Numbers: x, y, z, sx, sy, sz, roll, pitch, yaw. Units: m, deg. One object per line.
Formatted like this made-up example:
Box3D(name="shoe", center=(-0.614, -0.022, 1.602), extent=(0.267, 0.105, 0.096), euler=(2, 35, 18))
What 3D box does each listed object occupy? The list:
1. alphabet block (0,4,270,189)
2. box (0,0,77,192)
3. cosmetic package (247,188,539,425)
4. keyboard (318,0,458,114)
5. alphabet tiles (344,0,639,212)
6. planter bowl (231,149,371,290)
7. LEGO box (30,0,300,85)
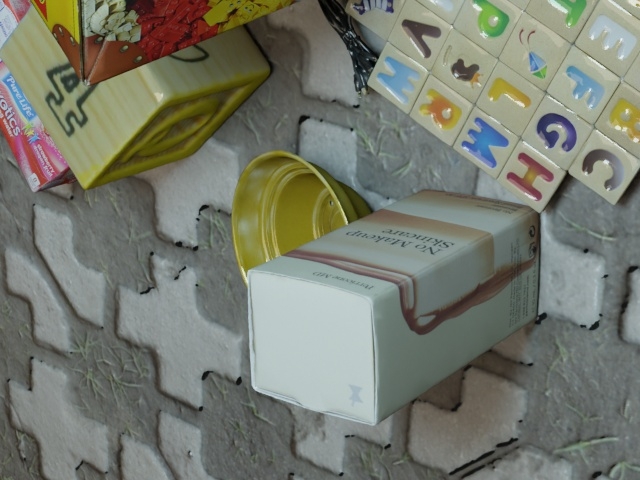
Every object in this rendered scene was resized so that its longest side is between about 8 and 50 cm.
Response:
Box3D(name="alphabet block", center=(-0.212, -0.203, 1.503), extent=(0.193, 0.192, 0.197), euler=(-41, 80, 42))
Box3D(name="box", center=(-0.339, -0.207, 1.645), extent=(0.128, 0.122, 0.257), euler=(-29, 87, 42))
Box3D(name="cosmetic package", center=(0.079, 0.054, 1.287), extent=(0.153, 0.296, 0.129), euler=(12, 114, 35))
Box3D(name="keyboard", center=(0.070, -0.273, 1.356), extent=(0.201, 0.033, 0.317), euler=(-34, 83, 36))
Box3D(name="alphabet tiles", center=(0.184, -0.196, 1.257), extent=(0.342, 0.011, 0.285), euler=(38, 129, 15))
Box3D(name="planter bowl", center=(0.000, 0.000, 1.458), extent=(0.217, 0.090, 0.217), euler=(21, 118, 47))
Box3D(name="LEGO box", center=(-0.165, -0.439, 1.188), extent=(0.500, 0.372, 0.193), euler=(56, 157, 21))
